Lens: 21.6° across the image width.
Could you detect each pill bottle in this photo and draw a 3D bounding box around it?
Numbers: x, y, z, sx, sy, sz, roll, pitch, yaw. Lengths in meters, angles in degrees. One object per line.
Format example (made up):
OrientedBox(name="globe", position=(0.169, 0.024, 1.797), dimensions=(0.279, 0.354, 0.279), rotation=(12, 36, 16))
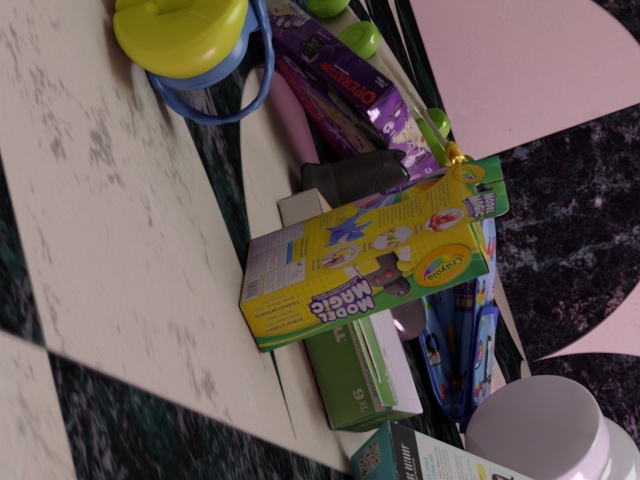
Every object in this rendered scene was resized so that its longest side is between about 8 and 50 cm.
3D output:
OrientedBox(name="pill bottle", position=(0.327, 0.366, 2.173), dimensions=(0.229, 0.229, 0.408), rotation=(-98, 166, -48))

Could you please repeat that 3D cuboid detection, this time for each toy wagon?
OrientedBox(name="toy wagon", position=(0.096, -0.161, 2.015), dimensions=(0.267, 0.068, 0.344), rotation=(49, 10, -36))

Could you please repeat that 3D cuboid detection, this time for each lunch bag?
OrientedBox(name="lunch bag", position=(0.173, 0.111, 2.219), dimensions=(0.221, 0.138, 0.293), rotation=(0, 83, -81))

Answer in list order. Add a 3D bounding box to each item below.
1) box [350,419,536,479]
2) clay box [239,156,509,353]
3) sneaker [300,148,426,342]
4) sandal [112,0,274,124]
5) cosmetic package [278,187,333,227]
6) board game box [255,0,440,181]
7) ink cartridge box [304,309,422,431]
OrientedBox(name="box", position=(0.146, 0.254, 1.516), dimensions=(0.244, 0.060, 0.100), rotation=(25, 35, -26))
OrientedBox(name="clay box", position=(0.049, 0.008, 1.344), dimensions=(0.127, 0.222, 0.053), rotation=(-86, 155, -65))
OrientedBox(name="sneaker", position=(0.078, 0.011, 1.778), dimensions=(0.286, 0.130, 0.109), rotation=(61, 13, -50))
OrientedBox(name="sandal", position=(-0.096, -0.207, 1.307), dimensions=(0.138, 0.126, 0.317), rotation=(66, 18, -46))
OrientedBox(name="cosmetic package", position=(0.000, 0.000, 1.625), dimensions=(0.115, 0.041, 0.060), rotation=(50, 23, -65))
OrientedBox(name="board game box", position=(0.047, -0.126, 1.847), dimensions=(0.208, 0.056, 0.347), rotation=(46, -4, 31))
OrientedBox(name="ink cartridge box", position=(0.032, 0.112, 1.520), dimensions=(0.209, 0.062, 0.109), rotation=(28, 43, -75))
